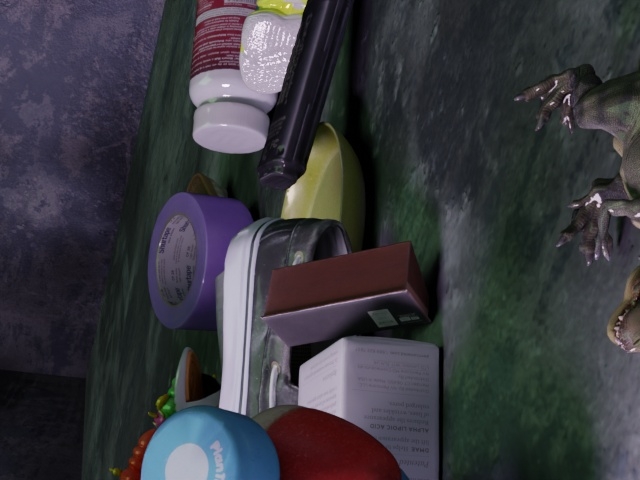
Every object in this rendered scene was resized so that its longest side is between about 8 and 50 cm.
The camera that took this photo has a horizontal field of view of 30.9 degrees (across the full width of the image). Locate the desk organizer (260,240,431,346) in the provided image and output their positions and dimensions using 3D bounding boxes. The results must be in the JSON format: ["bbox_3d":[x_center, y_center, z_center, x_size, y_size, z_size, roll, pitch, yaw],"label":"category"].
[{"bbox_3d":[0.022,0.044,0.933,0.047,0.130,0.050,51,-144,-42],"label":"desk organizer"}]

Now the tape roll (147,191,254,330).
[{"bbox_3d":[-0.166,0.030,1.605,0.189,0.080,0.189,-17,69,56],"label":"tape roll"}]

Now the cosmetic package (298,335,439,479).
[{"bbox_3d":[0.033,0.197,0.879,0.117,0.085,0.231,137,136,-66],"label":"cosmetic package"}]

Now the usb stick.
[{"bbox_3d":[-0.007,-0.187,1.205,0.077,0.045,0.278,-19,52,64],"label":"usb stick"}]

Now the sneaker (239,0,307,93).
[{"bbox_3d":[-0.031,-0.297,1.396,0.126,0.091,0.240,-85,17,-61],"label":"sneaker"}]

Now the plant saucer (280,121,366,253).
[{"bbox_3d":[0.000,0.000,1.188,0.241,0.037,0.241,-171,90,-74],"label":"plant saucer"}]

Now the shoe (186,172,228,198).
[{"bbox_3d":[-0.158,-0.032,1.769,0.076,0.058,0.219,-53,30,21],"label":"shoe"}]

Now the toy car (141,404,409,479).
[{"bbox_3d":[0.036,0.215,0.654,0.238,0.219,0.210,9,77,33],"label":"toy car"}]

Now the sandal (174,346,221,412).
[{"bbox_3d":[-0.130,0.255,1.490,0.102,0.076,0.265,-79,-18,-68],"label":"sandal"}]

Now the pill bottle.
[{"bbox_3d":[-0.115,-0.239,1.574,0.121,0.121,0.221,137,139,-67],"label":"pill bottle"}]

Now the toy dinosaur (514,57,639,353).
[{"bbox_3d":[0.159,-0.058,0.602,0.118,0.064,0.268,141,138,-59],"label":"toy dinosaur"}]

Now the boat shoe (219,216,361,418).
[{"bbox_3d":[-0.017,0.140,1.019,0.119,0.121,0.335,-12,83,45],"label":"boat shoe"}]

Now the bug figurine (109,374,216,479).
[{"bbox_3d":[-0.225,0.278,1.638,0.216,0.072,0.279,-63,0,-19],"label":"bug figurine"}]

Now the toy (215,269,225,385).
[{"bbox_3d":[-0.083,0.147,1.386,0.137,0.056,0.237,144,127,-65],"label":"toy"}]
